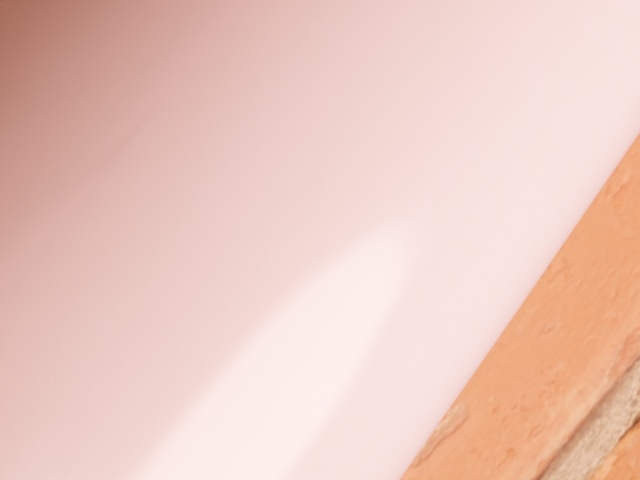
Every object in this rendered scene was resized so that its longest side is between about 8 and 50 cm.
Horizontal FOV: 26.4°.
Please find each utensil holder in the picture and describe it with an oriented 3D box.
[{"bbox_3d":[-0.052,-0.045,0.593,0.385,0.327,0.327,-53,134,-24],"label":"utensil holder"}]
